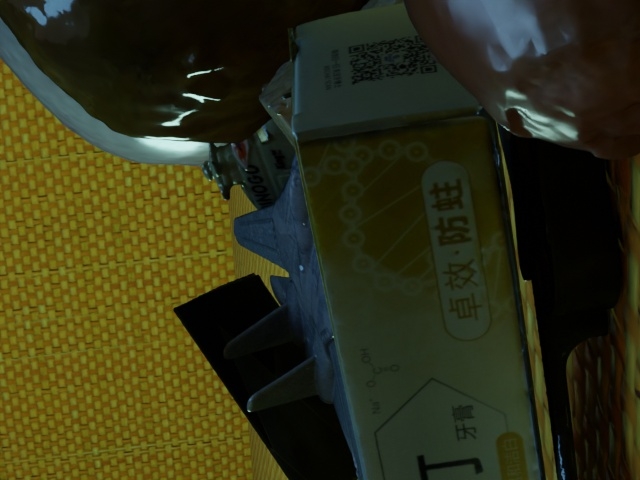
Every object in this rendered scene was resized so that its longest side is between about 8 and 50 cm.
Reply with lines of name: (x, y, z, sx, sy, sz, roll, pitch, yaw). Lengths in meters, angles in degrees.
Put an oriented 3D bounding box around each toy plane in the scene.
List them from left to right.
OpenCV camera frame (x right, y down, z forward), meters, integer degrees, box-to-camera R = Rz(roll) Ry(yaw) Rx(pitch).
toy plane: (-0.009, -0.018, 1.275, 0.286, 0.108, 0.092, 70, -174, -51)
toy plane: (0.011, -0.002, 1.108, 0.267, 0.088, 0.212, 106, 145, -46)

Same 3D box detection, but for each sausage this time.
sausage: (0.035, -0.217, 0.521, 0.094, 0.094, 0.419, -25, 65, 39)

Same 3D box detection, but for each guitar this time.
guitar: (0.084, 0.026, 0.641, 0.088, 0.025, 0.233, 141, 121, -85)

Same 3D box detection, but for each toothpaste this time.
toothpaste: (0.044, 0.074, 0.684, 0.089, 0.071, 0.313, -95, -5, -59)

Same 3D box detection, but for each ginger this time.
ginger: (-0.096, -0.174, 1.069, 0.223, 0.269, 0.200, -91, 23, -55)

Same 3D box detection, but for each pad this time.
pad: (-0.024, 0.098, 1.294, 0.163, 0.004, 0.243, 55, -169, 2)

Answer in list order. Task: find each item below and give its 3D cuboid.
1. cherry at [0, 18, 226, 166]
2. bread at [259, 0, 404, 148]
cherry: (-0.136, -0.226, 1.502, 0.335, 0.291, 0.326, 63, 159, 14)
bread: (0.051, -0.046, 0.935, 0.152, 0.105, 0.077, 52, -175, -18)
